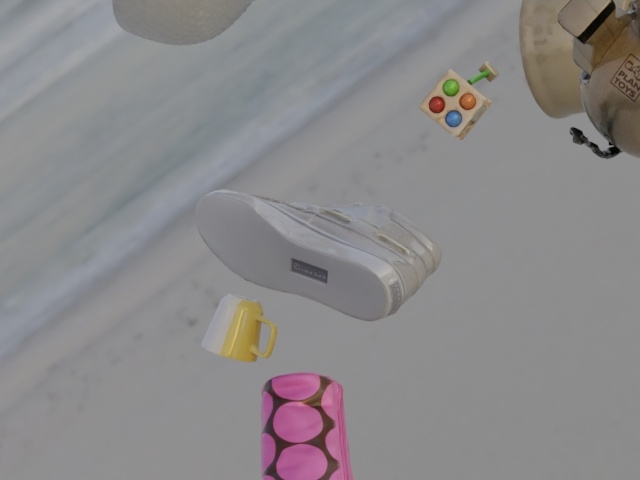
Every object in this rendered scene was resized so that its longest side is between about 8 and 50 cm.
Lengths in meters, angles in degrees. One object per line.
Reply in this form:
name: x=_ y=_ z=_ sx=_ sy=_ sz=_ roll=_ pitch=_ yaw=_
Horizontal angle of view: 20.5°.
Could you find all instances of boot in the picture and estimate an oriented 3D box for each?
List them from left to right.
boot: x=0.000 y=0.000 z=1.883 sx=0.258 sy=0.095 sz=0.123 roll=26 pitch=36 yaw=24

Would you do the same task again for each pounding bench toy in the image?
pounding bench toy: x=0.150 y=-0.154 z=1.841 sx=0.083 sy=0.052 sz=0.065 roll=-51 pitch=-8 yaw=7

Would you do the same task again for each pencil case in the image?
pencil case: x=-0.009 y=0.229 z=1.818 sx=0.098 sy=0.095 sz=0.209 roll=-31 pitch=45 yaw=24

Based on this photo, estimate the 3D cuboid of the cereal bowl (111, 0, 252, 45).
cereal bowl: x=-0.110 y=-0.376 z=2.053 sx=0.339 sy=0.141 sz=0.339 roll=22 pitch=-90 yaw=-81

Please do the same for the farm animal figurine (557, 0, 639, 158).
farm animal figurine: x=0.281 y=-0.150 z=1.026 sx=0.326 sy=0.330 sz=0.172 roll=-33 pitch=-21 yaw=10

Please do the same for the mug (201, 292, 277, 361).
mug: x=-0.083 y=0.094 z=1.901 sx=0.062 sy=0.078 sz=0.064 roll=-41 pitch=-32 yaw=-85

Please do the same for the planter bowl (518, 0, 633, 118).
planter bowl: x=0.301 y=-0.220 z=1.943 sx=0.109 sy=0.162 sz=0.162 roll=-6 pitch=28 yaw=32
